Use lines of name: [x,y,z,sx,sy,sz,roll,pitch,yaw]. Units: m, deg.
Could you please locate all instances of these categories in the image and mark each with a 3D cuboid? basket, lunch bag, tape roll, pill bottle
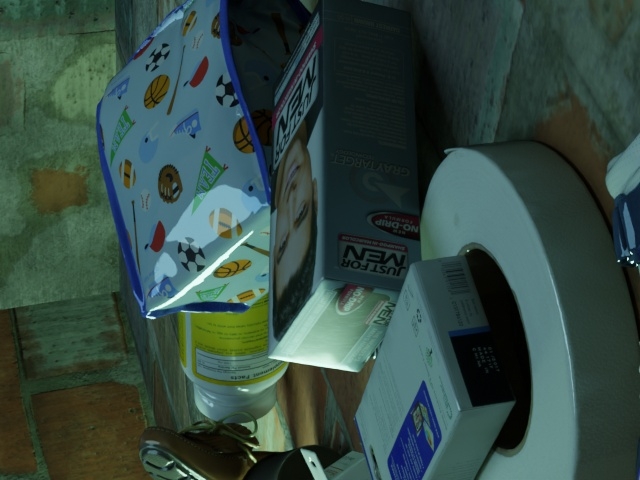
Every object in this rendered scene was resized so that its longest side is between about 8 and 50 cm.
basket: [-0.035,0.399,2.295,0.227,0.154,0.204,128,155,-63]
lunch bag: [-0.125,-0.138,1.974,0.328,0.239,0.385,-38,63,38]
tape roll: [0.189,0.097,1.430,0.392,0.072,0.392,172,90,-76]
pill bottle: [-0.141,0.130,2.452,0.188,0.188,0.334,-118,25,-52]

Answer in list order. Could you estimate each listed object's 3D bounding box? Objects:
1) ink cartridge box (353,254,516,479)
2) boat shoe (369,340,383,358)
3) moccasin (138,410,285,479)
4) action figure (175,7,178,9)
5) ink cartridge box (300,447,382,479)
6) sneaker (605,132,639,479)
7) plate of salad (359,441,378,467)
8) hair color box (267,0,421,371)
ink cartridge box: [0.108,0.171,1.517,0.333,0.065,0.165,107,150,-56]
boat shoe: [0.024,0.128,2.037,0.183,0.083,0.065,-166,68,-74]
moccasin: [-0.157,0.355,2.450,0.139,0.380,0.147,1,73,40]
action figure: [-0.103,-0.258,2.199,0.276,0.141,0.164,53,154,30]
ink cartridge box: [0.057,0.338,1.914,0.198,0.067,0.115,59,168,-1]
sneaker: [0.269,0.043,1.037,0.236,0.130,0.323,-100,7,-46]
plate of salad: [0.095,0.286,1.935,0.200,0.048,0.200,172,90,-75]
hair color box: [0.022,-0.066,1.651,0.185,0.113,0.374,123,152,-53]
